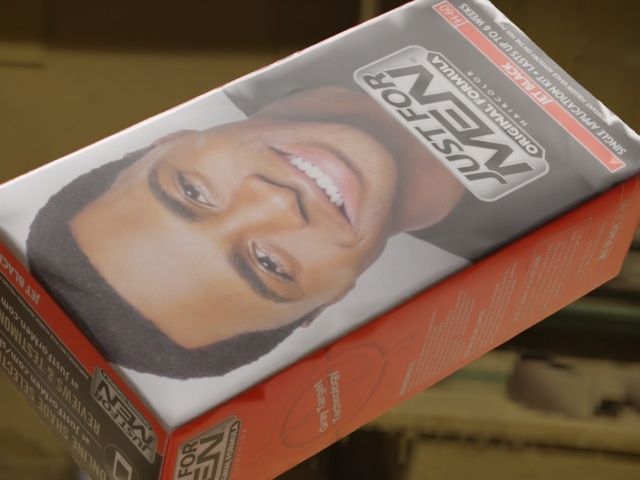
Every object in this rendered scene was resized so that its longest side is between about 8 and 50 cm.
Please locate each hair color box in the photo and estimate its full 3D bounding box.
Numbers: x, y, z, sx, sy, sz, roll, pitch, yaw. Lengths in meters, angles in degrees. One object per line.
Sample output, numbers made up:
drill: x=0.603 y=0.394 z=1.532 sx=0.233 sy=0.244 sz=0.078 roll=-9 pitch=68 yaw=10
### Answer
hair color box: x=0.000 y=0.000 z=0.434 sx=0.141 sy=0.043 sz=0.072 roll=-28 pitch=60 yaw=-32
